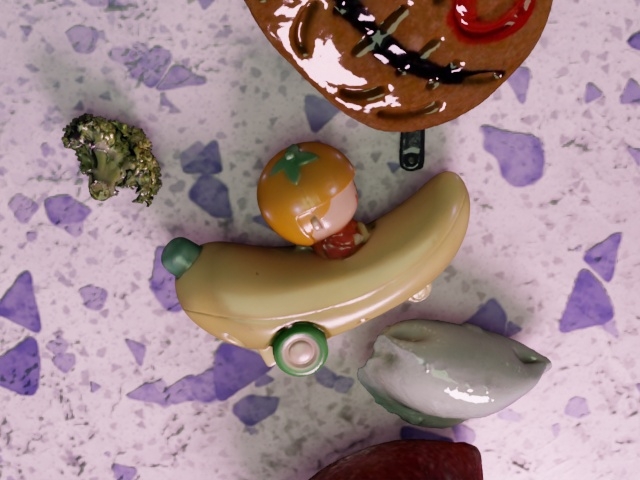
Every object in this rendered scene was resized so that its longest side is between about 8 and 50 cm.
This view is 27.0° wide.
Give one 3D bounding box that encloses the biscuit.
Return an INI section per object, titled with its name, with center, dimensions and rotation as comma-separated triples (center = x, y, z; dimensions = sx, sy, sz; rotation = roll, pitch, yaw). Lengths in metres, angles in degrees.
[biscuit]
center = 0.091, -0.269, 1.261
dimensions = 0.314, 0.063, 0.367
rotation = -41, 130, 9

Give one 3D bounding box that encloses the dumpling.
[dumpling]
center = 0.145, 0.148, 1.489
dimensions = 0.217, 0.149, 0.104
rotation = 6, 73, -12

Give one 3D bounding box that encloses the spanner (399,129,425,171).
[spanner]
center = 0.101, -0.170, 1.394
dimensions = 0.046, 0.012, 0.208
rotation = -1, 112, -4

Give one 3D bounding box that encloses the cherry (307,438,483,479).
[cherry]
center = 0.073, 0.342, 1.502
dimensions = 0.230, 0.203, 0.300
rotation = 44, 90, -16

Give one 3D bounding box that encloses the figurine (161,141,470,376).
[figurine]
center = 0.000, 0.000, 1.405
dimensions = 0.325, 0.124, 0.222
rotation = -25, 108, 4

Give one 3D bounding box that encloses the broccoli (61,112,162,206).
[broccoli]
center = -0.215, -0.082, 1.373
dimensions = 0.095, 0.092, 0.097
rotation = 1, 131, 10
